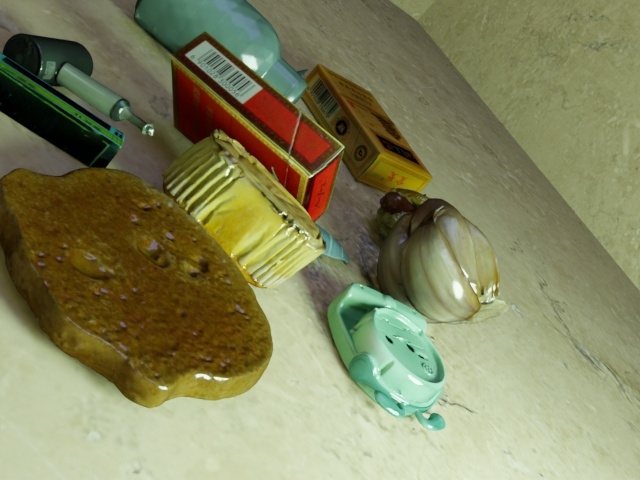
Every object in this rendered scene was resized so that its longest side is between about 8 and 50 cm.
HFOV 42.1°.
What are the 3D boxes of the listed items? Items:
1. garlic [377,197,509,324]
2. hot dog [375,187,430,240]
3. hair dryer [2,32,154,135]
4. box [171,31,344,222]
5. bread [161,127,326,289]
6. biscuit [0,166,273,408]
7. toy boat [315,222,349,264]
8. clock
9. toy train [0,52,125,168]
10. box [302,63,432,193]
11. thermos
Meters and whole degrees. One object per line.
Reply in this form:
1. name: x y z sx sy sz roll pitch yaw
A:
1. garlic: 0.154 0.045 1.178 0.214 0.160 0.191 -7 69 -58
2. hot dog: 0.183 -0.008 1.392 0.213 0.103 0.146 35 23 -24
3. hair dryer: -0.259 -0.169 0.945 0.197 0.057 0.100 35 20 17
4. box: -0.086 -0.133 1.061 0.240 0.153 0.074 42 60 14
5. bread: -0.092 -0.032 0.962 0.190 0.114 0.132 50 12 -7
6. biscuit: -0.169 0.040 0.778 0.273 0.049 0.257 49 26 18
7. toy boat: 0.001 0.000 1.159 0.122 0.034 0.096 38 28 -17
8. clock: 0.092 0.146 1.017 0.148 0.060 0.189 26 29 -37
9. toy train: -0.310 -0.151 0.886 0.209 0.044 0.042 34 24 -22
10. box: 0.085 -0.211 1.627 0.174 0.076 0.274 16 35 -47
11. thermos: -0.155 -0.304 1.315 0.286 0.145 0.182 42 54 -6
